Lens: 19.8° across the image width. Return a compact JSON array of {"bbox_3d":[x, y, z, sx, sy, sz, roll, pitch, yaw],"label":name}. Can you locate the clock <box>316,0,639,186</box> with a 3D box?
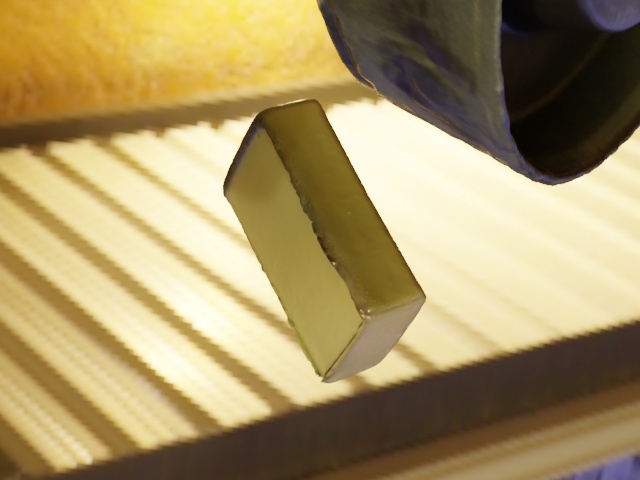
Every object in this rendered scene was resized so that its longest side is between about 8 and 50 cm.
[{"bbox_3d":[0.070,-0.123,0.386,0.049,0.226,0.226,23,-152,21],"label":"clock"}]

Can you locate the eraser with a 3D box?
[{"bbox_3d":[0.000,0.000,1.277,0.058,0.117,0.172,-19,-112,-25],"label":"eraser"}]
